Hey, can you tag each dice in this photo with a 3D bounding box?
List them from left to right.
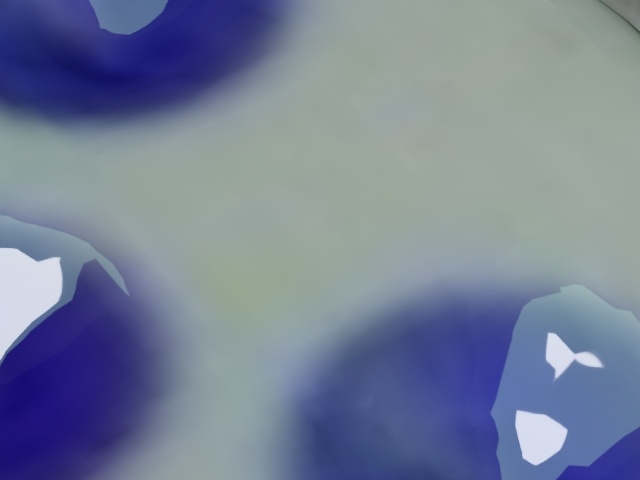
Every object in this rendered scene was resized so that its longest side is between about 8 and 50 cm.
[{"bbox_3d":[-0.054,0.108,0.412,0.304,0.277,0.304,-28,51,-20],"label":"dice"}]
